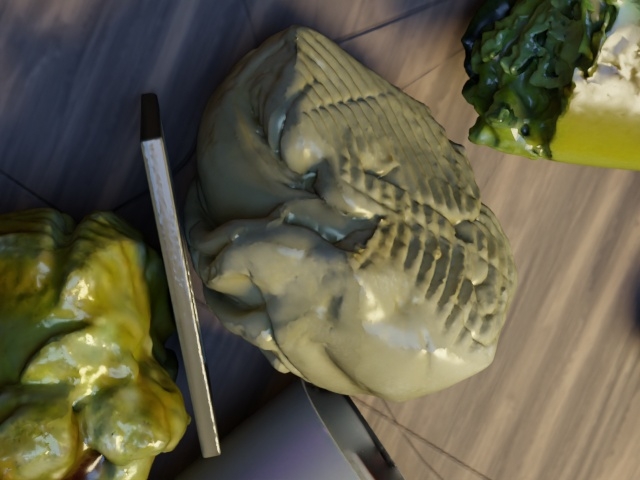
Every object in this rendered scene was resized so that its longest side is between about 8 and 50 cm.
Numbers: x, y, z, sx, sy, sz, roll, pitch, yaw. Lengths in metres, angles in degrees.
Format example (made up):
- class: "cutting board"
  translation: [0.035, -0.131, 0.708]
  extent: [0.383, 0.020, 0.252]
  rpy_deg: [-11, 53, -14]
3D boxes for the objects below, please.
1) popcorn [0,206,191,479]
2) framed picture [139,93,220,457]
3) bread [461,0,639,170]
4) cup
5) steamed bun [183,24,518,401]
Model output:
- class: "popcorn"
  translation: [-0.222, 0.112, 1.309]
  extent: [0.225, 0.276, 0.276]
  rpy_deg: [-11, 108, 0]
- class: "framed picture"
  translation: [-0.117, 0.022, 1.345]
  extent: [0.018, 0.192, 0.265]
  rpy_deg: [-11, 108, -4]
- class: "bread"
  translation: [0.320, -0.178, 1.351]
  extent: [0.376, 0.208, 0.251]
  rpy_deg: [6, 65, -14]
- class: "cup"
  translation: [-0.065, 0.314, 1.414]
  extent: [0.371, 0.253, 0.253]
  rpy_deg: [-38, 110, 3]
- class: "steamed bun"
  translation: [0.001, -0.002, 1.338]
  extent: [0.289, 0.276, 0.203]
  rpy_deg: [42, 126, -11]
